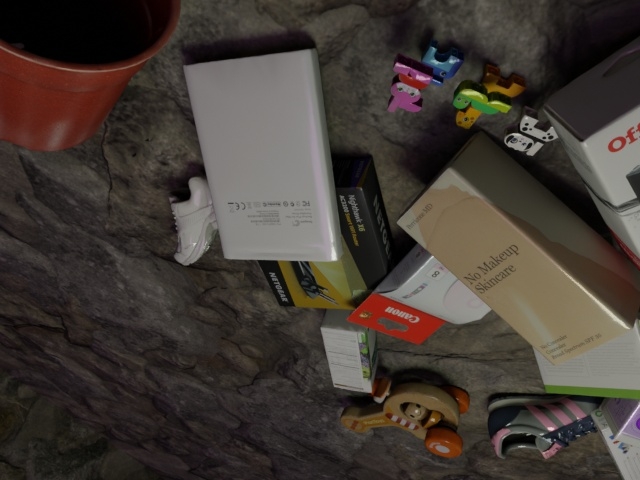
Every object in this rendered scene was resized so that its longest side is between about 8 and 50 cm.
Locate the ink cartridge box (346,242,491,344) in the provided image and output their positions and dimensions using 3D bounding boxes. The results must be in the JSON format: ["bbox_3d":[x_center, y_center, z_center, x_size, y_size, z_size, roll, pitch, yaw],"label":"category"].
[{"bbox_3d":[0.189,0.112,0.973,0.189,0.066,0.232,23,120,-27],"label":"ink cartridge box"}]

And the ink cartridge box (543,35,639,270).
[{"bbox_3d":[0.418,-0.096,0.639,0.197,0.114,0.273,-34,118,18],"label":"ink cartridge box"}]

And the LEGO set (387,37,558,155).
[{"bbox_3d":[0.186,-0.177,0.718,0.227,0.087,0.093,20,143,-9],"label":"LEGO set"}]

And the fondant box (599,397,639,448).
[{"bbox_3d":[0.693,0.274,0.930,0.330,0.096,0.238,19,114,3],"label":"fondant box"}]

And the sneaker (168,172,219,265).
[{"bbox_3d":[-0.239,-0.046,1.042,0.115,0.090,0.232,35,129,-7],"label":"sneaker"}]

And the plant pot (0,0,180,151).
[{"bbox_3d":[-0.357,-0.265,0.724,0.272,0.272,0.265,35,146,-16],"label":"plant pot"}]

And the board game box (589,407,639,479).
[{"bbox_3d":[0.681,0.401,1.115,0.193,0.053,0.305,-29,123,11],"label":"board game box"}]

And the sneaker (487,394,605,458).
[{"bbox_3d":[0.517,0.401,1.176,0.319,0.131,0.112,-18,127,31],"label":"sneaker"}]

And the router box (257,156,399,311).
[{"bbox_3d":[0.000,0.000,0.986,0.243,0.081,0.309,0,136,22],"label":"router box"}]

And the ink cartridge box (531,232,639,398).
[{"bbox_3d":[0.435,0.114,0.895,0.189,0.097,0.255,-15,92,53],"label":"ink cartridge box"}]

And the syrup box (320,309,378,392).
[{"bbox_3d":[0.069,0.226,1.197,0.096,0.093,0.237,5,137,16],"label":"syrup box"}]

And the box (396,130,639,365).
[{"bbox_3d":[0.280,0.011,0.785,0.311,0.121,0.148,41,140,4],"label":"box"}]

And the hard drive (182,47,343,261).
[{"bbox_3d":[-0.082,-0.117,0.833,0.203,0.040,0.308,1,112,22],"label":"hard drive"}]

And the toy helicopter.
[{"bbox_3d":[0.165,0.409,1.332,0.235,0.140,0.355,41,138,-20],"label":"toy helicopter"}]
